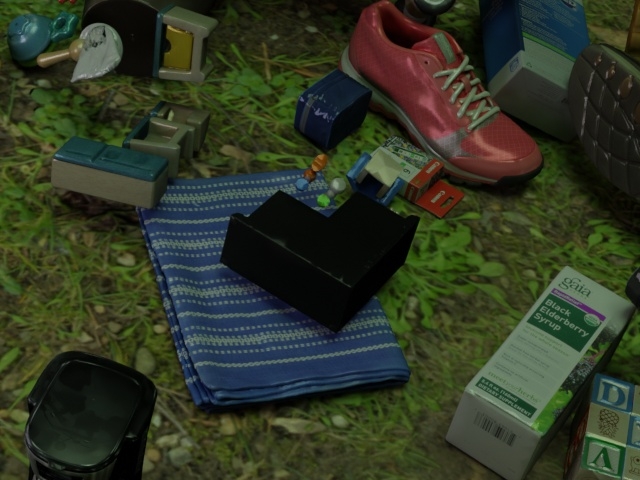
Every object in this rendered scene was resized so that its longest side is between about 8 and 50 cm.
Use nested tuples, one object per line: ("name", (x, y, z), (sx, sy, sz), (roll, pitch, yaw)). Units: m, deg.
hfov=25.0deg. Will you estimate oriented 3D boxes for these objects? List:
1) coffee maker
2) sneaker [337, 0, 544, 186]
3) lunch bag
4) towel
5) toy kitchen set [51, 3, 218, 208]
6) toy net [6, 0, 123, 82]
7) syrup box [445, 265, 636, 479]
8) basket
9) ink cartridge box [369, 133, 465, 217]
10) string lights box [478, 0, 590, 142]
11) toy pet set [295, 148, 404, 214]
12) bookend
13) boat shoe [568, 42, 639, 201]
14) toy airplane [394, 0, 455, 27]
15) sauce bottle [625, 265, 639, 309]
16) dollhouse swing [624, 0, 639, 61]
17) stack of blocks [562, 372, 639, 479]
("coffee maker", (-0.216, 0.185, 1.321), (0.120, 0.178, 0.171), (3, 46, -12))
("sneaker", (0.149, -0.185, 1.802), (0.314, 0.136, 0.116), (38, 51, 21))
("lunch bag", (0.014, -0.168, 1.799), (0.065, 0.067, 0.098), (35, 47, 18))
("towel", (-0.060, 0.041, 1.599), (0.243, 0.040, 0.336), (-6, 48, -20))
("toy kitchen set", (-0.209, -0.162, 1.646), (0.122, 0.166, 0.207), (13, 28, 8))
("toy net", (-0.291, -0.246, 1.730), (0.232, 0.045, 0.122), (29, 79, 41))
("syrup box", (0.238, 0.139, 1.539), (0.093, 0.096, 0.237), (32, 48, 17))
("basket", (-0.215, -0.330, 1.846), (0.204, 0.154, 0.227), (11, 49, 3))
("ink cartridge box", (0.118, -0.079, 1.766), (0.115, 0.029, 0.063), (32, 47, 18))
("string lights box", (0.290, -0.264, 1.928), (0.133, 0.077, 0.259), (25, 41, -22))
("toy pet set", (0.040, -0.055, 1.703), (0.122, 0.065, 0.114), (38, 63, 0))
("bookend", (0.000, 0.000, 1.589), (0.157, 0.072, 0.156), (30, 43, 15))
("boat shoe", (0.436, -0.103, 1.746), (0.130, 0.132, 0.355), (-10, 54, -38))
("toy airplane", (0.058, -0.476, 1.865), (0.386, 0.384, 0.272), (24, 80, 40))
("sauce bottle", (0.438, 0.149, 1.444), (0.111, 0.111, 0.344), (-20, 55, -29))
("dollhouse swing", (0.558, -0.159, 1.743), (0.305, 0.347, 0.315), (-6, 48, -8))
("stack of blocks", (0.398, 0.265, 1.462), (0.297, 0.087, 0.171), (18, 45, 3))
